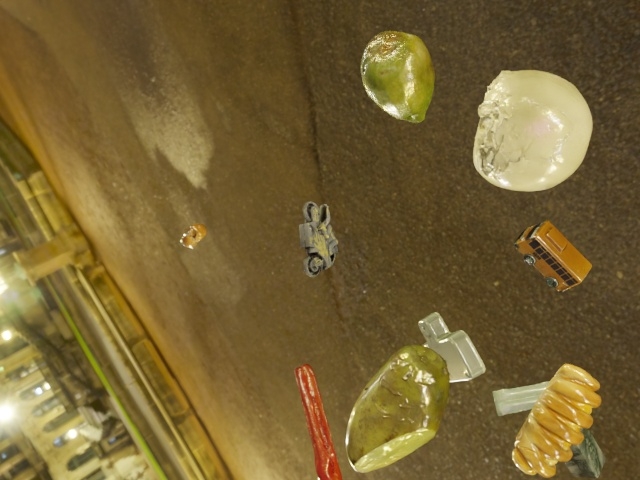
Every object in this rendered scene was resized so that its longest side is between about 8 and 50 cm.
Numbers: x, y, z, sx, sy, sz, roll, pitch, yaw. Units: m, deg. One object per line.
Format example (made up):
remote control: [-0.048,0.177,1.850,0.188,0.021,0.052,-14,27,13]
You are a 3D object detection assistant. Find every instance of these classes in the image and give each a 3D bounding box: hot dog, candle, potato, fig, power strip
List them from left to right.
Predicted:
hot dog: [-0.399,-0.020,1.834,0.060,0.090,0.140,46,180,-9]
candle: [0.002,0.425,1.232,0.048,0.051,0.330,-24,73,26]
fig: [0.175,-0.352,1.322,0.167,0.167,0.234,30,140,46]
potato: [0.161,0.356,1.213,0.141,0.298,0.176,27,-174,-35]
power strip: [0.343,0.294,1.611,0.194,0.059,0.265,62,164,9]

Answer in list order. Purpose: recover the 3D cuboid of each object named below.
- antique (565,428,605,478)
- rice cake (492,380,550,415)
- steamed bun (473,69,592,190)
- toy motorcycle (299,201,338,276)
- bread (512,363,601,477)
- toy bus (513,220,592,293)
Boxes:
antique: [0.796,0.638,1.813,0.086,0.088,0.183,-20,107,51]
rice cake: [0.708,0.535,1.989,0.040,0.226,0.085,71,-173,-74]
steamed bun: [0.585,-0.301,1.615,0.311,0.233,0.334,5,104,18]
toy motorcycle: [0.000,0.000,1.454,0.061,0.124,0.194,-12,72,39]
bread: [0.629,0.485,1.534,0.172,0.311,0.121,30,179,-43]
toy bus: [0.677,0.042,1.701,0.201,0.098,0.114,47,148,3]
